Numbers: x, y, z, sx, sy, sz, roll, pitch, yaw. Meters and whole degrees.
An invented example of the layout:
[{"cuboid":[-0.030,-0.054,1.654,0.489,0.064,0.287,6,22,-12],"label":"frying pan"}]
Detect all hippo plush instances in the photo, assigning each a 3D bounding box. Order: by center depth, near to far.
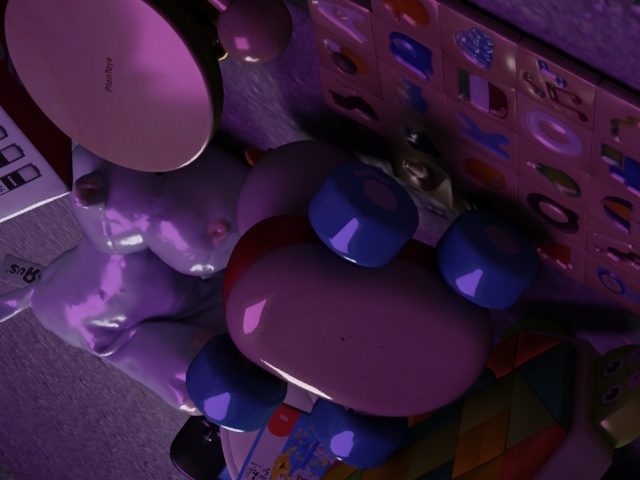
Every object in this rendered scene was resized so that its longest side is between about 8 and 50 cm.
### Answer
[{"cuboid":[-0.150,-0.016,1.697,0.294,0.234,0.236,19,127,10],"label":"hippo plush"}]

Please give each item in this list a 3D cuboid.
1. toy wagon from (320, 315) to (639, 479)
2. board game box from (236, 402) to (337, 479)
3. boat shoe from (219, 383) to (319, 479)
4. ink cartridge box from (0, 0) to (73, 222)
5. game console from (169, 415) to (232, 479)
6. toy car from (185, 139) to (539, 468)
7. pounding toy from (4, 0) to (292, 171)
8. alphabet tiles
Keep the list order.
[{"cuboid":[0.134,0.158,1.411,0.344,0.267,0.068,-33,112,28],"label":"toy wagon"},{"cuboid":[0.130,0.275,1.692,0.302,0.086,0.308,16,166,47],"label":"board game box"},{"cuboid":[-0.010,0.247,1.898,0.319,0.116,0.099,68,-165,5],"label":"boat shoe"},{"cuboid":[-0.334,-0.153,1.509,0.309,0.272,0.130,54,-159,-40],"label":"ink cartridge box"},{"cuboid":[0.005,0.228,1.969,0.293,0.250,0.173,37,-172,5],"label":"game console"},{"cuboid":[0.016,0.005,1.432,0.210,0.219,0.238,19,-146,-26],"label":"toy car"},{"cuboid":[-0.119,-0.166,1.387,0.183,0.110,0.237,43,141,-6],"label":"pounding toy"},{"cuboid":[0.136,-0.061,1.279,0.342,0.011,0.285,31,161,20],"label":"alphabet tiles"}]
